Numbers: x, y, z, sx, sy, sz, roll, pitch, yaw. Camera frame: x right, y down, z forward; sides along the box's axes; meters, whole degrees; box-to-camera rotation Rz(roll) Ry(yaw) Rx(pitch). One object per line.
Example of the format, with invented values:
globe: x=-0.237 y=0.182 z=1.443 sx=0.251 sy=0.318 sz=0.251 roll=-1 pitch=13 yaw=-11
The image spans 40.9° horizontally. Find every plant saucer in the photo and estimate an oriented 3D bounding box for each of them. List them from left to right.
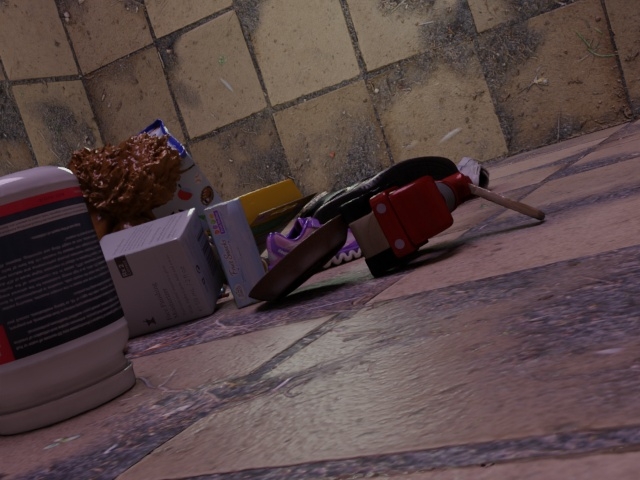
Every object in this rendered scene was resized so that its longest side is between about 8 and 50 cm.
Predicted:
plant saucer: x=-0.025 y=0.035 z=1.325 sx=0.199 sy=0.036 sz=0.198 roll=-39 pitch=-7 yaw=-6

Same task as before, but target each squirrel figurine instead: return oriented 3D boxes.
squirrel figurine: x=-0.411 y=-0.031 z=1.845 sx=0.281 sy=0.396 sz=0.370 roll=-9 pitch=12 yaw=-33

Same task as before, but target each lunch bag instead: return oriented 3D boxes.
lunch bag: x=-0.453 y=-0.052 z=2.207 sx=0.385 sy=0.327 sz=0.239 roll=-37 pitch=44 yaw=-6

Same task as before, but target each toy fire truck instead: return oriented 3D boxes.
toy fire truck: x=0.188 y=-0.044 z=1.301 sx=0.246 sy=0.158 sz=0.217 roll=-27 pitch=0 yaw=24

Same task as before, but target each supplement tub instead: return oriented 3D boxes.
supplement tub: x=-0.337 y=0.065 z=0.995 sx=0.191 sy=0.272 sz=0.191 roll=-18 pitch=4 yaw=1

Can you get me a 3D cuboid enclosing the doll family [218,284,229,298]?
doll family: x=-0.268 y=0.098 z=1.634 sx=0.193 sy=0.076 sz=0.111 roll=-14 pitch=0 yaw=11

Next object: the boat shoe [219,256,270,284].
boat shoe: x=-0.169 y=0.063 z=1.835 sx=0.152 sy=0.056 sz=0.049 roll=-4 pitch=6 yaw=32

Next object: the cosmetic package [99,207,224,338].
cosmetic package: x=-0.286 y=0.058 z=1.489 sx=0.184 sy=0.151 sz=0.151 roll=-18 pitch=20 yaw=9

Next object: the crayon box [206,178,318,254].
crayon box: x=-0.171 y=-0.039 z=2.116 sx=0.203 sy=0.083 sz=0.323 roll=-24 pitch=-14 yaw=-42

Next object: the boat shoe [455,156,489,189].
boat shoe: x=0.383 y=-0.157 z=2.161 sx=0.088 sy=0.096 sz=0.267 roll=13 pitch=8 yaw=17

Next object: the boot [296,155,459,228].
boot: x=0.123 y=-0.090 z=2.057 sx=0.377 sy=0.138 sz=0.284 roll=-27 pitch=7 yaw=-13

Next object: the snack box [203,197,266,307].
snack box: x=-0.145 y=0.016 z=1.491 sx=0.070 sy=0.174 sz=0.207 roll=-19 pitch=4 yaw=-7

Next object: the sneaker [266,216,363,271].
sneaker: x=0.000 y=0.000 z=1.591 sx=0.236 sy=0.104 sz=0.095 roll=-18 pitch=3 yaw=-23

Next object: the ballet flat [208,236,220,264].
ballet flat: x=-0.294 y=0.038 z=1.643 sx=0.250 sy=0.058 sz=0.084 roll=-11 pitch=5 yaw=-17

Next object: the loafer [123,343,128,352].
loafer: x=-0.317 y=0.157 z=1.341 sx=0.039 sy=0.045 sz=0.125 roll=-1 pitch=9 yaw=-9
